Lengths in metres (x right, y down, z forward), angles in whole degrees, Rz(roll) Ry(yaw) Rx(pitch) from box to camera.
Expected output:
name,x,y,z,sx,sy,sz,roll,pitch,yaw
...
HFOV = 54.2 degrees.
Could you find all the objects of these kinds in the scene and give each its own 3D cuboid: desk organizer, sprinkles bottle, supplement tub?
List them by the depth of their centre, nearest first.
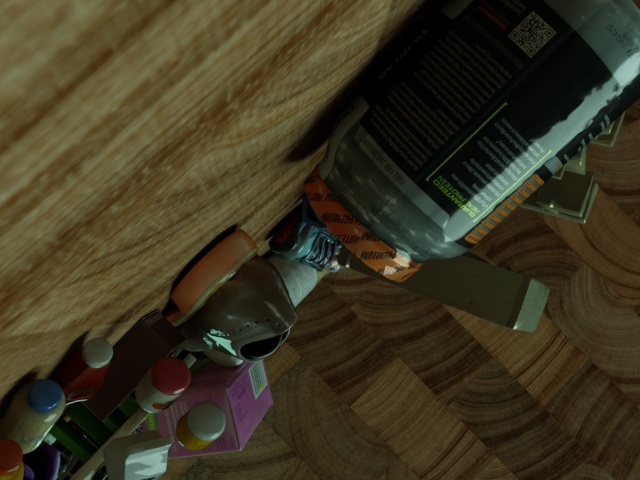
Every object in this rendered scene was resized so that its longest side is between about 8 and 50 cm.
name,x,y,z,sx,sy,sz,roll,pitch,yaw
supplement tub,0.143,-0.117,0.616,0.316,0.193,0.193,-44,178,16
desk organizer,-0.220,0.145,0.725,0.130,0.050,0.047,-45,178,12
sprinkles bottle,-0.100,0.102,1.260,0.355,0.121,0.121,-43,177,-46

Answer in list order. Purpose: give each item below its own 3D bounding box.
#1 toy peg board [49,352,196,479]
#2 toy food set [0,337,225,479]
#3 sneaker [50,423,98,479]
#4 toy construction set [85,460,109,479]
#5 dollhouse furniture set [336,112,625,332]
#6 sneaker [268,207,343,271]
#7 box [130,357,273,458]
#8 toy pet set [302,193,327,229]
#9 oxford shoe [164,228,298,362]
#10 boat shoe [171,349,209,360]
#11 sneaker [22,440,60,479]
name,x,y,z,sx,sy,sz,roll,pitch,yaw
toy peg board,-0.275,0.219,0.858,0.161,0.079,0.160,-45,-177,21
toy food set,-0.182,0.152,0.544,0.232,0.111,0.104,-1,148,-38
sneaker,-0.377,0.329,0.955,0.208,0.081,0.094,-44,180,-29
toy construction set,-0.463,0.472,1.063,0.214,0.151,0.327,-65,178,14
dollhouse furniture set,0.230,-0.102,0.882,0.362,0.257,0.393,18,91,-61
sneaker,0.000,0.000,1.108,0.104,0.125,0.262,-46,178,15
box,-0.240,0.307,1.177,0.243,0.117,0.213,-11,-175,12
toy pet set,0.032,-0.050,0.978,0.114,0.122,0.065,-20,166,-45
oxford shoe,-0.122,0.111,0.808,0.130,0.133,0.363,-44,178,-23
boat shoe,-0.292,0.283,1.410,0.305,0.109,0.091,-52,175,23
sneaker,-0.324,0.259,0.588,0.104,0.095,0.236,-52,-178,11
